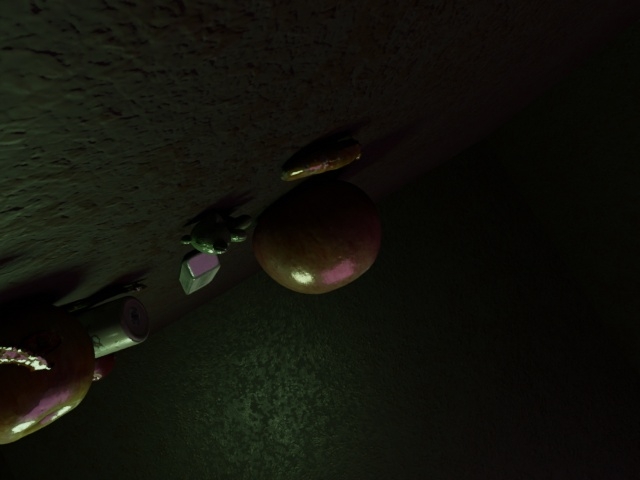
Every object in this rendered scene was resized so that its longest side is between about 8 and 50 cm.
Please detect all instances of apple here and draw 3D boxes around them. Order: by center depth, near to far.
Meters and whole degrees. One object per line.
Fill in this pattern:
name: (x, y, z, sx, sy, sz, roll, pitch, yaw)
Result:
apple: (-0.481, 0.211, 0.666, 0.211, 0.188, 0.211, -34, 176, -3)
apple: (0.000, 0.000, 1.100, 0.345, 0.269, 0.345, -32, 178, -1)

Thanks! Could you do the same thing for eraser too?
eraser: (-0.347, 0.090, 1.160, 0.089, 0.061, 0.352, -29, 177, -25)

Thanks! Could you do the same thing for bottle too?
bottle: (-0.511, 0.208, 0.903, 0.233, 0.110, 0.110, -19, 178, 4)

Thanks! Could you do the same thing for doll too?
doll: (-0.198, -0.026, 0.801, 0.115, 0.077, 0.150, 7, -159, 15)

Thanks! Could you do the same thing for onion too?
onion: (-0.656, 0.309, 1.118, 0.173, 0.135, 0.198, -2, 143, -37)

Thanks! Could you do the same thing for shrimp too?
shrimp: (0.002, -0.158, 0.794, 0.187, 0.051, 0.132, -23, -168, -29)

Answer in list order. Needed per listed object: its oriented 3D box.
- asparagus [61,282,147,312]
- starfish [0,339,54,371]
asparagus: (-0.472, 0.125, 0.897, 0.233, 0.022, 0.023, -20, 135, -65)
starfish: (-0.503, 0.185, 0.444, 0.312, 0.113, 0.303, -23, 152, -1)
